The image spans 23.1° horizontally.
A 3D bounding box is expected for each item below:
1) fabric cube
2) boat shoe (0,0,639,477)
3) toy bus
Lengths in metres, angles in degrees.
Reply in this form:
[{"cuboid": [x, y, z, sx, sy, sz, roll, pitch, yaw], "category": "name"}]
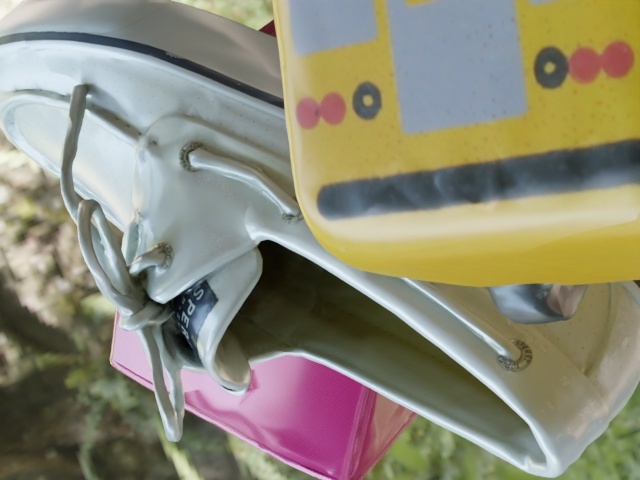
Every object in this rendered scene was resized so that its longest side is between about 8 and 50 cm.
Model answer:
[{"cuboid": [0.000, 0.000, 1.328, 0.259, 0.254, 0.258, -43, -28, -48], "category": "fabric cube"}, {"cuboid": [-0.037, 0.010, 0.683, 0.156, 0.367, 0.136, -55, -27, -23], "category": "boat shoe"}, {"cuboid": [0.131, -0.050, 0.475, 0.332, 0.108, 0.130, -7, -91, -51], "category": "toy bus"}]
